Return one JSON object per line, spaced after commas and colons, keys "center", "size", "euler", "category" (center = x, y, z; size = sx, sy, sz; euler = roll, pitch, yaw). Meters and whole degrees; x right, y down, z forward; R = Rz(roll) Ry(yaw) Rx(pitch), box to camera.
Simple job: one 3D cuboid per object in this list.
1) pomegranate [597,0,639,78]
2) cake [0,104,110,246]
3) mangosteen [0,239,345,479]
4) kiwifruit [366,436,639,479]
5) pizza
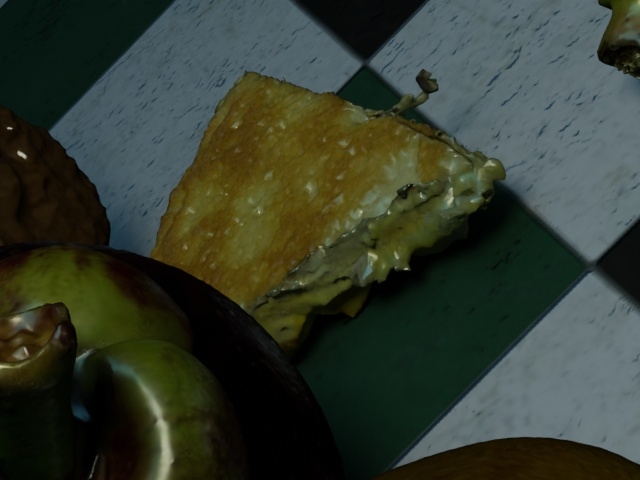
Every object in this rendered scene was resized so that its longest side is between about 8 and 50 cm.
{"center": [0.206, -0.175, 0.938], "size": [0.143, 0.122, 0.169], "euler": [136, 129, -72], "category": "pomegranate"}
{"center": [-0.319, 0.048, 1.120], "size": [0.290, 0.256, 0.282], "euler": [-33, 34, 30], "category": "cake"}
{"center": [-0.126, 0.150, 0.803], "size": [0.297, 0.297, 0.313], "euler": [-47, 19, 2], "category": "mangosteen"}
{"center": [0.057, 0.176, 0.641], "size": [0.234, 0.196, 0.196], "euler": [-35, 32, 15], "category": "kiwifruit"}
{"center": [0.000, 0.000, 1.041], "size": [0.288, 0.075, 0.280], "euler": [-7, 53, 46], "category": "pizza"}
